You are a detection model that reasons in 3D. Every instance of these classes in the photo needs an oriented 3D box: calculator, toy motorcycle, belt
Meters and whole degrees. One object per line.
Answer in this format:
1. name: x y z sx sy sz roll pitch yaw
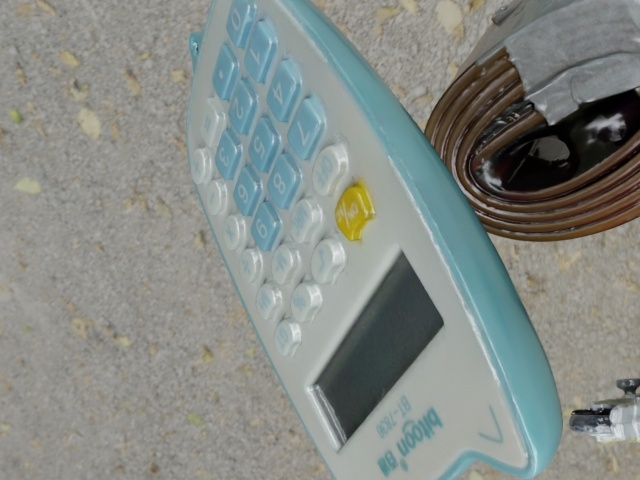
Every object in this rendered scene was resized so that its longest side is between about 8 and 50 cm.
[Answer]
1. calculator: 0.000 0.000 0.538 0.386 0.054 0.256 58 148 22
2. toy motorcycle: 0.354 0.166 0.776 0.229 0.151 0.074 4 80 -20
3. belt: 0.238 -0.132 0.750 0.217 0.122 0.339 41 143 -6
